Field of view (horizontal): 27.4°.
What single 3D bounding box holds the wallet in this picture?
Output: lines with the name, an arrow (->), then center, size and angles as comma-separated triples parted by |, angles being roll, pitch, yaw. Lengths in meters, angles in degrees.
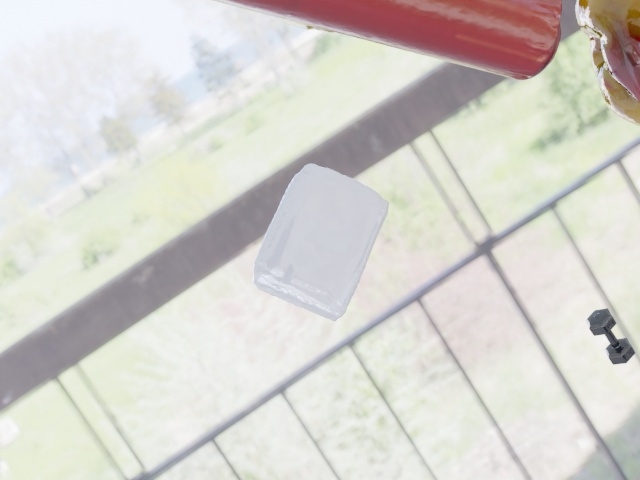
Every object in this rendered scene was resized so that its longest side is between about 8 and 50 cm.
wallet -> 0.000, 0.000, 1.548 | 0.032, 0.124, 0.183 | 114, 179, -59

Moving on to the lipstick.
lipstick -> -0.007, -0.147, 0.684 | 0.073, 0.280, 0.073 | -168, 90, -72

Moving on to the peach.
peach -> 0.256, -0.152, 0.944 | 0.138, 0.138, 0.138 | -32, 9, 6

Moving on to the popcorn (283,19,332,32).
popcorn -> 0.037, -0.337, 1.236 | 0.225, 0.265, 0.332 | -5, 2, -31

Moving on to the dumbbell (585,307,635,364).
dumbbell -> 0.388, 0.129, 1.759 | 0.036, 0.083, 0.040 | -31, 28, 12
